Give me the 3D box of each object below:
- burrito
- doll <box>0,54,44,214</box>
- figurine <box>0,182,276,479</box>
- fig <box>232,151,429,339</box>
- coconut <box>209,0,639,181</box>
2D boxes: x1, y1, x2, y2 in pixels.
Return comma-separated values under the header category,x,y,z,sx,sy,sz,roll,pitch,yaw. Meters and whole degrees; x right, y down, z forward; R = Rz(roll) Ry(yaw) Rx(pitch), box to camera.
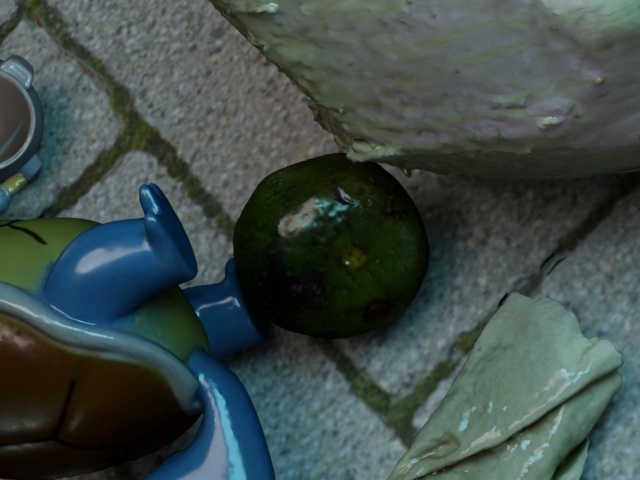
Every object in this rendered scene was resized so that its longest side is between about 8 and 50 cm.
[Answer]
category,x,y,z,sx,sy,sz,roll,pitch,yaw
burrito,0.056,0.211,1.126,0.117,0.076,0.392,26,82,47
doll,-0.311,-0.024,1.406,0.151,0.151,0.287,34,81,35
figurine,-0.173,0.065,1.219,0.416,0.298,0.243,27,90,19
fig,0.000,0.000,1.240,0.123,0.123,0.156,-51,17,1
coconut,0.148,-0.221,1.084,0.405,0.404,0.404,-11,65,25
